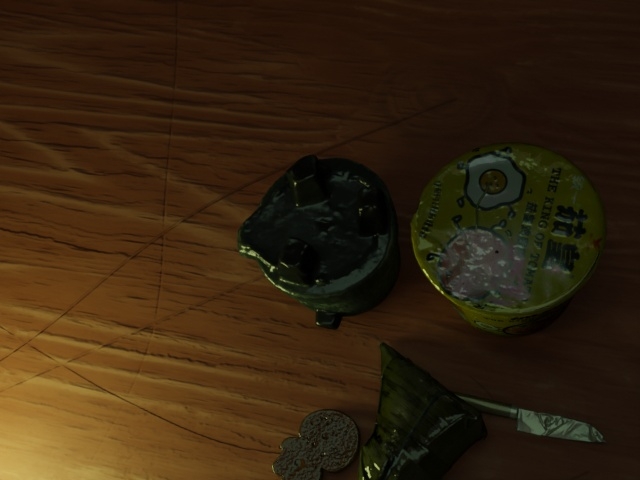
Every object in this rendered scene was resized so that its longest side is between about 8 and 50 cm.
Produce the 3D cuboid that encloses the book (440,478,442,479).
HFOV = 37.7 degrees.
[{"bbox_3d":[0.144,0.559,1.626,0.214,0.025,0.283,-14,66,4],"label":"book"}]

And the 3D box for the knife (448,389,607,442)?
[{"bbox_3d":[0.362,0.321,1.685,0.297,0.017,0.047,10,78,16],"label":"knife"}]

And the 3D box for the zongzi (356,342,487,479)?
[{"bbox_3d":[0.119,0.330,1.673,0.250,0.125,0.274,-40,52,-17],"label":"zongzi"}]

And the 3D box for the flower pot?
[{"bbox_3d":[0.000,0.000,1.750,0.299,0.283,0.299,-4,68,9],"label":"flower pot"}]

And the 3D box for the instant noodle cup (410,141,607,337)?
[{"bbox_3d":[0.338,0.021,1.685,0.325,0.254,0.326,-4,67,11],"label":"instant noodle cup"}]

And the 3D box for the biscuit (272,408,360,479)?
[{"bbox_3d":[-0.007,0.385,1.730,0.175,0.026,0.124,-36,64,-5],"label":"biscuit"}]
